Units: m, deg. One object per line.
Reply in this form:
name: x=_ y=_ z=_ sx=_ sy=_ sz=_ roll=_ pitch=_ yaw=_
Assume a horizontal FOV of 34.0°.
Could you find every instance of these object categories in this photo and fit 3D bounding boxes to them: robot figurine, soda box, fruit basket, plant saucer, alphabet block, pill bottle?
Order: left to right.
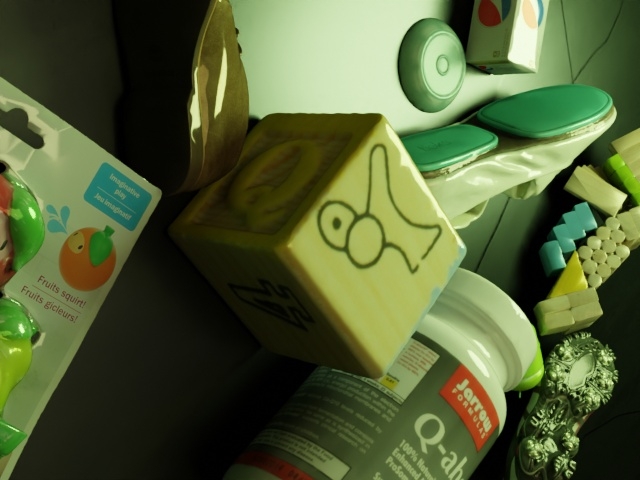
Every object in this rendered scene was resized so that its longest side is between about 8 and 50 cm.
fruit basket: x=-0.310 y=0.034 z=0.805 sx=0.327 sy=0.165 sz=0.353 roll=39 pitch=77 yaw=-39
alphabet block: x=0.000 y=0.000 z=1.084 sx=0.192 sy=0.193 sz=0.197 roll=-53 pitch=126 yaw=-27
pill bottle: x=0.076 y=0.206 z=1.166 sx=0.363 sy=0.210 sz=0.210 roll=-47 pitch=123 yaw=-29
plant saucer: x=0.147 y=-0.219 z=1.310 sx=0.119 sy=0.021 sz=0.119 roll=-5 pitch=98 yaw=-42
soda box: x=0.251 y=-0.327 z=1.358 sx=0.069 sy=0.074 sz=0.216 roll=11 pitch=87 yaw=-43
robot figurine: x=0.268 y=0.156 z=1.434 sx=0.101 sy=0.067 sz=0.115 roll=-43 pitch=122 yaw=-45

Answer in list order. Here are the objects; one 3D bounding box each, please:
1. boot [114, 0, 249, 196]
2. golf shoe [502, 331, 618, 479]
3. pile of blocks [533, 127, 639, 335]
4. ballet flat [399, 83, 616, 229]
boot: x=-0.124 y=-0.200 z=1.024 sx=0.115 sy=0.112 sz=0.305 roll=-14 pitch=111 yaw=-58
golf shoe: x=0.328 y=0.241 z=1.485 sx=0.105 sy=0.120 sz=0.273 roll=37 pitch=54 yaw=4
pile of blocks: x=0.400 y=-0.012 z=1.531 sx=0.362 sy=0.149 sz=0.112 roll=-51 pitch=169 yaw=-15
ballet flat: x=0.220 y=-0.099 z=1.338 sx=0.400 sy=0.139 sz=0.139 roll=-22 pitch=109 yaw=-35
